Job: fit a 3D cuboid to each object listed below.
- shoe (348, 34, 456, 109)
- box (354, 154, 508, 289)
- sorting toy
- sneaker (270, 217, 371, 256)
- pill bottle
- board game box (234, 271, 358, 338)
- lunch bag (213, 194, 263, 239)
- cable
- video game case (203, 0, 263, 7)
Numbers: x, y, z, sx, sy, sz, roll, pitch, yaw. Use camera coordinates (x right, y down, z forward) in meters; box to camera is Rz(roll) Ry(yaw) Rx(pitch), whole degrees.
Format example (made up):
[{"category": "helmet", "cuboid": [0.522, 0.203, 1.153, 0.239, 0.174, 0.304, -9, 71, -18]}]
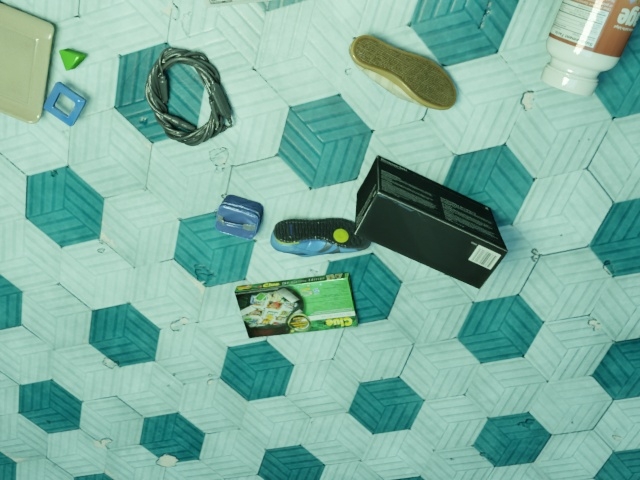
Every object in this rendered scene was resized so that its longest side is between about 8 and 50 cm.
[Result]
[{"category": "shoe", "cuboid": [0.147, -0.301, 1.070, 0.219, 0.058, 0.076, 26, 87, -14]}, {"category": "box", "cuboid": [0.203, -0.039, 1.129, 0.261, 0.184, 0.103, 24, 120, -8]}, {"category": "sorting toy", "cuboid": [-0.596, -0.343, 1.116, 0.348, 0.047, 0.196, 22, 114, -4]}, {"category": "sneaker", "cuboid": [0.000, 0.000, 1.246, 0.209, 0.069, 0.082, 2, 152, -6]}, {"category": "pill bottle", "cuboid": [0.447, -0.355, 0.970, 0.121, 0.121, 0.216, 14, 119, -2]}, {"category": "board game box", "cuboid": [-0.053, 0.149, 1.344, 0.260, 0.030, 0.136, -7, 115, 9]}, {"category": "lunch bag", "cuboid": [-0.172, -0.048, 1.225, 0.098, 0.065, 0.067, 14, 119, -3]}, {"category": "cable", "cuboid": [-0.257, -0.274, 1.128, 0.151, 0.047, 0.184, -15, 119, 18]}, {"category": "video game case", "cuboid": [-0.136, -0.460, 0.988, 0.157, 0.019, 0.143, -3, 147, 7]}]
